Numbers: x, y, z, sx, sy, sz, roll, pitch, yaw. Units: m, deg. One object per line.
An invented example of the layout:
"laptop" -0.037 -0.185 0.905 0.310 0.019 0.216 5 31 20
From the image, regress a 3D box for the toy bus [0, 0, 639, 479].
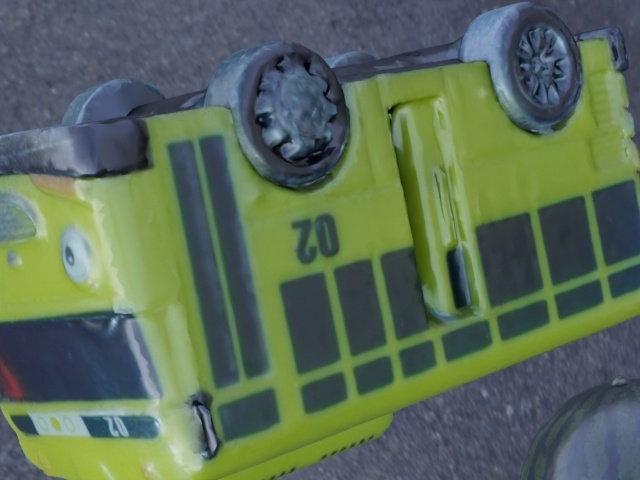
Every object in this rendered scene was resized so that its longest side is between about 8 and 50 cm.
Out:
"toy bus" 0.000 0.000 0.516 0.128 0.262 0.150 -5 98 50

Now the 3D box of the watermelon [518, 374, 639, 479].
"watermelon" 0.265 0.217 1.131 0.212 0.212 0.212 -6 63 13
